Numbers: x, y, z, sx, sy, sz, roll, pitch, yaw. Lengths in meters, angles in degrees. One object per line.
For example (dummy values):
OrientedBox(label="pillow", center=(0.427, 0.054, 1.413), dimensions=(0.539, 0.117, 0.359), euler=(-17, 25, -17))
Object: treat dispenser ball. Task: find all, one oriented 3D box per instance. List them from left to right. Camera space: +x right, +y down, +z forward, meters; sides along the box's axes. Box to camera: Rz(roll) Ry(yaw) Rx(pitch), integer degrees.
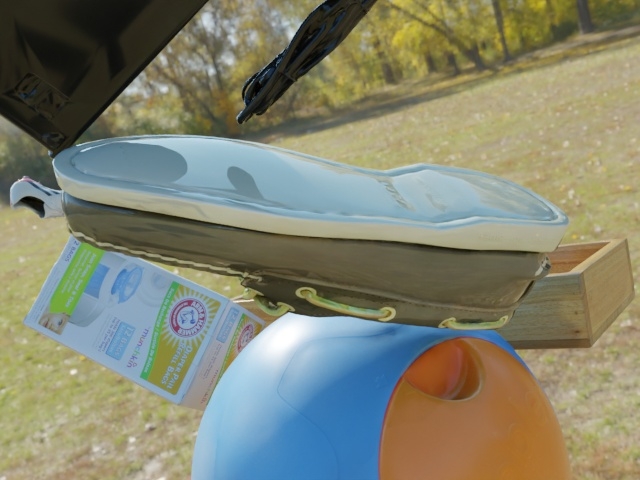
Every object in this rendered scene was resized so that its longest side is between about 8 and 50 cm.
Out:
OrientedBox(label="treat dispenser ball", center=(0.045, 0.183, 0.592), dimensions=(0.288, 0.288, 0.288), euler=(-15, 10, 3))

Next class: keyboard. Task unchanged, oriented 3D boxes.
OrientedBox(label="keyboard", center=(-0.049, -0.154, 0.361), dimensions=(0.317, 0.201, 0.033), euler=(-39, 28, 23))

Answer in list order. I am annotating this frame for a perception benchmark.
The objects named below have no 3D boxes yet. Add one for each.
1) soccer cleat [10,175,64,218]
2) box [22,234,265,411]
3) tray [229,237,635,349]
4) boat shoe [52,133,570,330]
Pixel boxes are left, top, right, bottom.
OrientedBox(label="soccer cleat", center=(-0.226, -0.031, 0.658), dimensions=(0.083, 0.029, 0.036), euler=(15, 41, -20))
OrientedBox(label="box", center=(-0.177, 0.085, 0.783), dimensions=(0.203, 0.114, 0.103), euler=(22, -11, 22))
OrientedBox(label="tray", center=(0.111, 0.069, 0.845), dimensions=(0.411, 0.076, 0.203), euler=(-8, 5, 34))
OrientedBox(label="boat shoe", center=(0.001, 0.002, 0.445), dimensions=(0.305, 0.091, 0.109), euler=(5, 28, -21))
